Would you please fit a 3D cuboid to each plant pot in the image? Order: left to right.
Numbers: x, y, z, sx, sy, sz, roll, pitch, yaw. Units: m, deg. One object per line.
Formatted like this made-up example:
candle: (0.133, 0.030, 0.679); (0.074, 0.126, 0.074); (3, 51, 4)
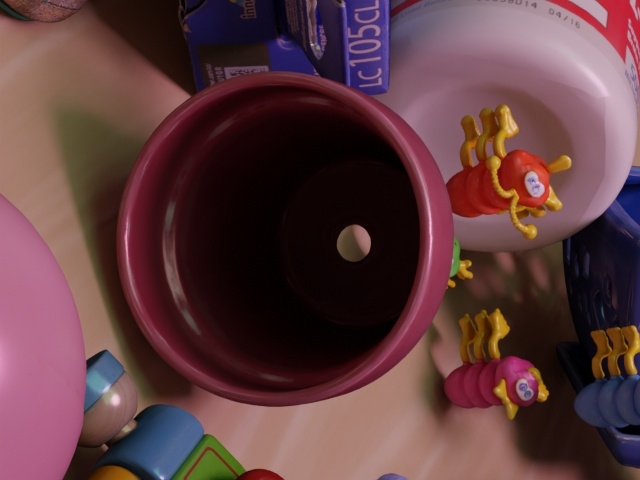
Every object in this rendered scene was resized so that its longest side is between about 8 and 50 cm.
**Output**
plant pot: (0.000, 0.000, 0.836); (0.180, 0.201, 0.201); (2, 67, -69)
plant pot: (0.327, 0.069, 1.099); (0.236, 0.236, 0.212); (-100, -164, -71)

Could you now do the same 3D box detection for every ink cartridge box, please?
ink cartridge box: (-0.031, -0.279, 0.888); (0.270, 0.151, 0.395); (84, 5, -60)

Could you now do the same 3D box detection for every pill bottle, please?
pill bottle: (0.164, -0.203, 1.127); (0.229, 0.229, 0.407); (45, 40, -26)

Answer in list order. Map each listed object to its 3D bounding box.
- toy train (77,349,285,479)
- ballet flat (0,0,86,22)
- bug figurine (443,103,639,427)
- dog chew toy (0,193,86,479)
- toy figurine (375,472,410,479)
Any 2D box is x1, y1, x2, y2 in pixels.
toy train: (-0.125, 0.168, 0.640); (0.143, 0.105, 0.248); (47, 37, -6)
ballet flat: (-0.155, -0.284, 0.869); (0.107, 0.106, 0.316); (25, 50, -41)
bug figurine: (0.142, 0.049, 0.956); (0.072, 0.216, 0.279); (-44, 106, -38)
dog chew toy: (-0.207, 0.126, 0.479); (0.206, 0.207, 0.332); (32, 54, -38)
toy figurine: (0.074, 0.225, 0.689); (0.362, 0.191, 0.217); (-11, 100, -45)
